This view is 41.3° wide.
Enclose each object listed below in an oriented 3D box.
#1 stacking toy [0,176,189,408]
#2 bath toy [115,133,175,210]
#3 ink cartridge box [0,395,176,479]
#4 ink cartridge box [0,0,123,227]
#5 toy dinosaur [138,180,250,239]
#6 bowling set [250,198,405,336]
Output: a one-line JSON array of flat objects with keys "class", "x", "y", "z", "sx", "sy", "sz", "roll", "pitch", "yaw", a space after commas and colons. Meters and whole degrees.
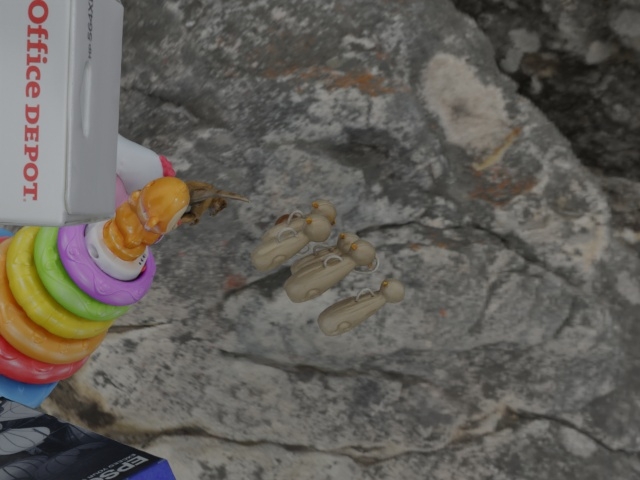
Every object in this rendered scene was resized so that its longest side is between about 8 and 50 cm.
[{"class": "stacking toy", "x": -0.227, "y": 0.024, "z": 0.824, "sx": 0.166, "sy": 0.301, "sz": 0.175, "roll": 47, "pitch": 31, "yaw": -18}, {"class": "bath toy", "x": -0.283, "y": -0.030, "z": 1.143, "sx": 0.128, "sy": 0.348, "sz": 0.152, "roll": 6, "pitch": 122, "yaw": -1}, {"class": "ink cartridge box", "x": -0.223, "y": 0.197, "z": 0.612, "sx": 0.165, "sy": 0.332, "sz": 0.065, "roll": -22, "pitch": 109, "yaw": -43}, {"class": "ink cartridge box", "x": -0.234, "y": -0.088, "z": 0.534, "sx": 0.203, "sy": 0.086, "sz": 0.148, "roll": 4, "pitch": 94, "yaw": 7}, {"class": "toy dinosaur", "x": -0.145, "y": -0.050, "z": 0.973, "sx": 0.112, "sy": 0.211, "sz": 0.064, "roll": -23, "pitch": 95, "yaw": -5}, {"class": "bowling set", "x": 0.000, "y": 0.000, "z": 1.350, "sx": 0.154, "sy": 0.200, "sz": 0.287, "roll": -29, "pitch": 141, "yaw": 11}]
